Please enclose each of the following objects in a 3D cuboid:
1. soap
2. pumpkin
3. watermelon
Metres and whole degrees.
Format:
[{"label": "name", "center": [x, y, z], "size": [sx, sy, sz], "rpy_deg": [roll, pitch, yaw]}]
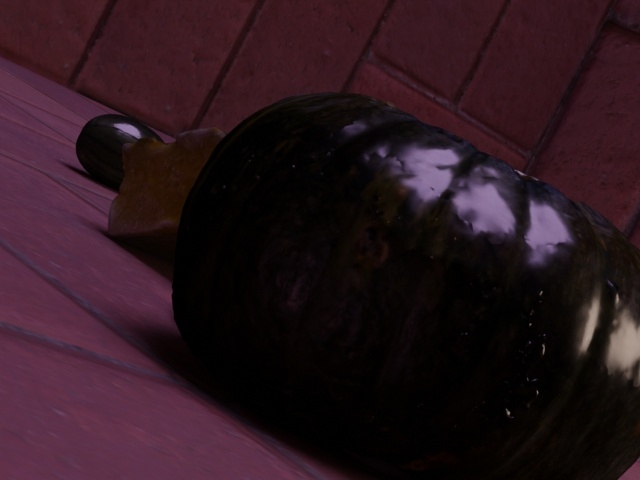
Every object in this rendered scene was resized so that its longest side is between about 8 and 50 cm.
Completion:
[{"label": "soap", "center": [0.000, 0.000, 1.477], "size": [0.199, 0.091, 0.315], "rpy_deg": [-2, -20, 44]}, {"label": "pumpkin", "center": [0.066, 0.036, 1.073], "size": [0.320, 0.192, 0.320], "rpy_deg": [30, 4, -3]}, {"label": "watermelon", "center": [-0.202, -0.089, 1.847], "size": [0.110, 0.078, 0.078], "rpy_deg": [26, 3, -33]}]
